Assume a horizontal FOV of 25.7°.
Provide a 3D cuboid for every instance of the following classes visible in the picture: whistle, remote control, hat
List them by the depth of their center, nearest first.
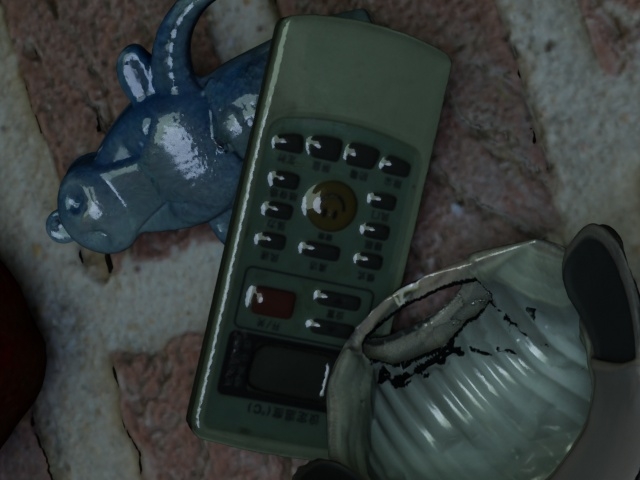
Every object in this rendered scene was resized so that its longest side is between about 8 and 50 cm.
[{"bbox_3d":[0.108,0.109,0.795,0.232,0.275,0.161,-44,103,-1],"label":"hat"},{"bbox_3d":[0.000,0.000,0.907,0.123,0.038,0.285,13,96,-15],"label":"remote control"},{"bbox_3d":[-0.071,-0.070,0.946,0.269,0.093,0.180,-31,103,11],"label":"whistle"}]

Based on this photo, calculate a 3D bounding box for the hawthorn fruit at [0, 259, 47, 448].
[{"bbox_3d":[-0.301,0.078,0.919,0.208,0.248,0.208,-1,82,10],"label":"hawthorn fruit"}]
